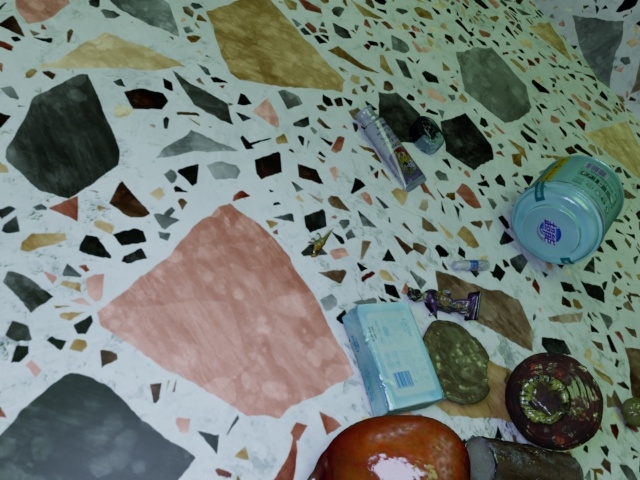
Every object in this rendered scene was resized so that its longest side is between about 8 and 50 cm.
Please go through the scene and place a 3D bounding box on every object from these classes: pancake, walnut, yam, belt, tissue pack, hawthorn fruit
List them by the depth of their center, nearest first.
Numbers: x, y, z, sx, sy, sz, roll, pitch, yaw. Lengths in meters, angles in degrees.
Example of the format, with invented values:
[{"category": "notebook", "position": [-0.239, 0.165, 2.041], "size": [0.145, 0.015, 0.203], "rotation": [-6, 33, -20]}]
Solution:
[{"category": "hawthorn fruit", "position": [0.153, 0.481, 1.194], "size": [0.311, 0.295, 0.295], "rotation": [29, 43, 23]}, {"category": "yam", "position": [0.476, 0.545, 1.427], "size": [0.279, 0.131, 0.131], "rotation": [17, 51, -20]}, {"category": "tissue pack", "position": [0.173, 0.283, 1.458], "size": [0.177, 0.089, 0.263], "rotation": [-1, 57, -32]}, {"category": "pancake", "position": [0.348, 0.315, 1.568], "size": [0.222, 0.042, 0.236], "rotation": [5, 53, -22]}, {"category": "walnut", "position": [0.918, 0.498, 1.749], "size": [0.092, 0.092, 0.092], "rotation": [16, 52, -21]}, {"category": "belt", "position": [0.360, -0.358, 2.042], "size": [0.105, 0.058, 0.140], "rotation": [-10, 65, -32]}]

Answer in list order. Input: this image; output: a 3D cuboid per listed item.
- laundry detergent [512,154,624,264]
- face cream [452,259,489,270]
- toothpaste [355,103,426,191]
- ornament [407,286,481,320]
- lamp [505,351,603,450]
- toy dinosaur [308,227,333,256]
[{"category": "laundry detergent", "position": [0.793, -0.092, 1.952], "size": [0.287, 0.287, 0.305], "rotation": [47, 48, 7]}, {"category": "face cream", "position": [0.447, 0.074, 1.802], "size": [0.130, 0.034, 0.034], "rotation": [2, 57, -29]}, {"category": "toothpaste", "position": [0.223, -0.293, 1.915], "size": [0.114, 0.073, 0.299], "rotation": [-33, 86, -41]}, {"category": "ornament", "position": [0.330, 0.173, 1.646], "size": [0.203, 0.088, 0.081], "rotation": [6, 79, -12]}, {"category": "lamp", "position": [0.583, 0.402, 1.517], "size": [0.247, 0.247, 0.247], "rotation": [16, 52, -21]}, {"category": "toy dinosaur", "position": [-0.003, -0.002, 1.595], "size": [0.041, 0.026, 0.113], "rotation": [38, 56, -10]}]
